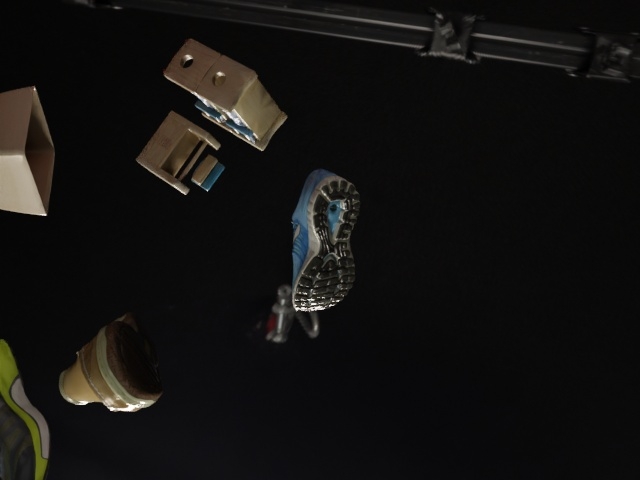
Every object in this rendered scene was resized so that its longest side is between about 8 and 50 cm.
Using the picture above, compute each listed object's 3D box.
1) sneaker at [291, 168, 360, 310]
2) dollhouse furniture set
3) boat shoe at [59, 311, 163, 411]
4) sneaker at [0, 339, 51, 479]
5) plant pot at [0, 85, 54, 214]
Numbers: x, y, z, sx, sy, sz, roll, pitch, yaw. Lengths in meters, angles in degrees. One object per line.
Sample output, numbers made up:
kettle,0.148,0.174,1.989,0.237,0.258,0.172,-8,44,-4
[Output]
sneaker,0.000,0.000,0.725,0.063,0.073,0.162,0,-61,-23
dollhouse furniture set,-0.168,-0.158,0.993,0.129,0.129,0.184,32,-96,25
boat shoe,-0.168,0.105,0.551,0.072,0.190,0.068,-30,-87,-10
sneaker,-0.452,0.254,0.943,0.300,0.121,0.111,41,-57,39
plant pot,-0.368,-0.099,0.803,0.096,0.109,0.109,-4,-37,-8
